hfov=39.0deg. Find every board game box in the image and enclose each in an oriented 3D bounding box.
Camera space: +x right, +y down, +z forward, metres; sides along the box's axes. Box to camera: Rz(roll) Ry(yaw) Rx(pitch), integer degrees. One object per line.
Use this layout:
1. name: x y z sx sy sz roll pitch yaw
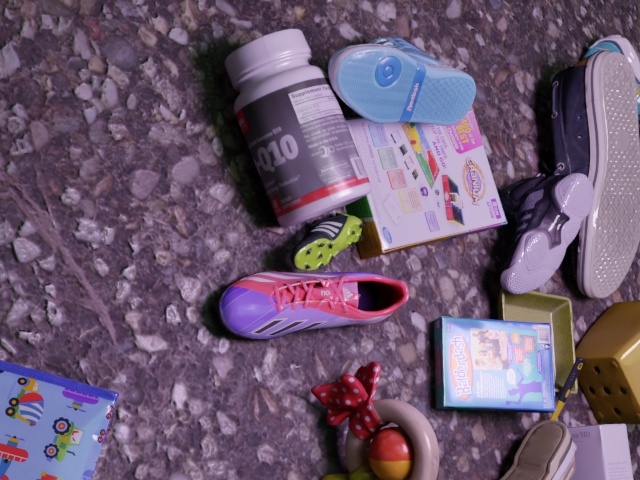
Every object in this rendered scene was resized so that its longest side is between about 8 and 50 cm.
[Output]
1. board game box: 0.179 -0.112 1.634 0.317 0.064 0.242 -11 83 -36
2. board game box: 0.307 0.221 1.596 0.210 0.047 0.160 5 73 -13

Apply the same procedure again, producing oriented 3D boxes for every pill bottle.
1. pill bottle: -0.041 -0.178 1.442 0.161 0.161 0.283 -21 89 -37

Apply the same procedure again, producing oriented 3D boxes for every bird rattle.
1. bird rattle: 0.094 0.315 1.380 0.143 0.207 0.253 19 74 -49

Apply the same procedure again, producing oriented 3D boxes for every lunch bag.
1. lunch bag: -0.426 0.251 1.087 0.293 0.138 0.220 22 67 -18

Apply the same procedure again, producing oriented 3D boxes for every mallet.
1. mallet: 0.436 0.302 1.670 0.062 0.039 0.189 19 90 -26

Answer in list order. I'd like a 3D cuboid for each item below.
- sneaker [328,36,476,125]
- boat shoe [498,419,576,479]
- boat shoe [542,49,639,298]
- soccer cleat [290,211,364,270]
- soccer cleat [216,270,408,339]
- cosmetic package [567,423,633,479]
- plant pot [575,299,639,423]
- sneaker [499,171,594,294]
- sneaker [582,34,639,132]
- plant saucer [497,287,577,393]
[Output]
1. sneaker: 0.095 -0.287 1.549 0.319 0.208 0.127 8 113 -43
2. boat shoe: 0.353 0.456 1.558 0.302 0.113 0.103 -45 120 -23
3. boat shoe: 0.550 -0.131 1.847 0.187 0.156 0.499 1 88 -39
4. soccer cleat: 0.000 0.000 1.470 0.179 0.072 0.060 -28 132 -47
5. soccer cleat: -0.008 0.092 1.414 0.318 0.116 0.108 0 77 -35
6. cosmetic package: 0.509 0.458 1.664 0.086 0.117 0.231 4 73 -35
7. plant pot: 0.621 0.249 1.757 0.187 0.212 0.212 -27 93 -25
8. sneaker: 0.395 -0.020 1.719 0.101 0.153 0.268 45 76 -33
9. sneaker: 0.686 -0.328 2.044 0.110 0.107 0.275 -35 93 -17
10. plant saucer: 0.401 0.192 1.711 0.188 0.045 0.188 11 70 -32
